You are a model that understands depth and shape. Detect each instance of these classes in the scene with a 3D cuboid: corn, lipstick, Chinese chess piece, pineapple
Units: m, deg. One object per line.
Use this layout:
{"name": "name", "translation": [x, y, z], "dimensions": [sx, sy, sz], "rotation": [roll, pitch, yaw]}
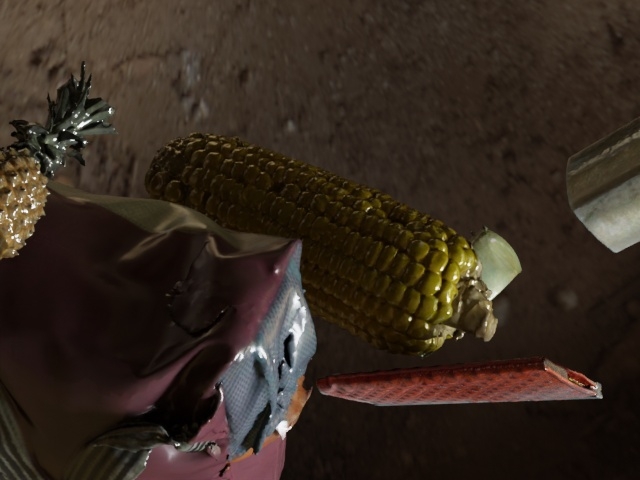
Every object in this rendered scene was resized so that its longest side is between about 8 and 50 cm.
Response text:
{"name": "corn", "translation": [0.000, 0.000, 1.204], "dimensions": [0.322, 0.119, 0.119], "rotation": [27, 108, 24]}
{"name": "lipstick", "translation": [0.279, -0.079, 0.957], "dimensions": [0.253, 0.079, 0.077], "rotation": [-31, 123, 30]}
{"name": "Chinese chess piece", "translation": [0.169, 0.065, 1.891], "dimensions": [0.188, 0.188, 0.083], "rotation": [-40, 89, 9]}
{"name": "pineapple", "translation": [-0.162, -0.045, 0.832], "dimensions": [0.058, 0.124, 0.058], "rotation": [19, 140, 17]}

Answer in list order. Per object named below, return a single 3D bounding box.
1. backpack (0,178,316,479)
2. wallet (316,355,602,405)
{"name": "backpack", "translation": [-0.147, 0.106, 1.046], "dimensions": [0.283, 0.197, 0.317], "rotation": [19, 143, 15]}
{"name": "wallet", "translation": [0.104, 0.110, 1.128], "dimensions": [0.197, 0.103, 0.020], "rotation": [-7, 73, 34]}
